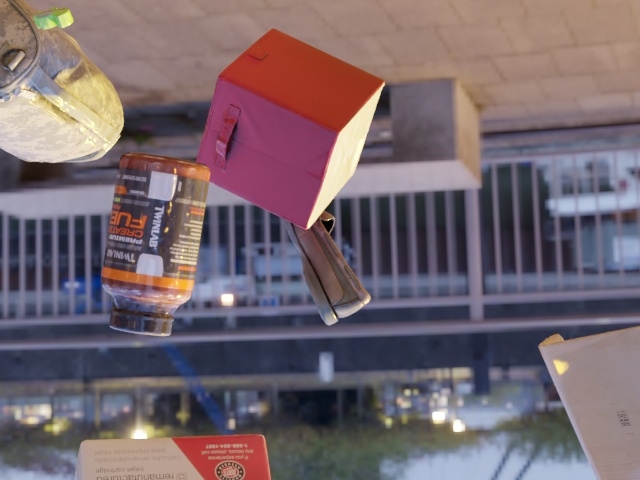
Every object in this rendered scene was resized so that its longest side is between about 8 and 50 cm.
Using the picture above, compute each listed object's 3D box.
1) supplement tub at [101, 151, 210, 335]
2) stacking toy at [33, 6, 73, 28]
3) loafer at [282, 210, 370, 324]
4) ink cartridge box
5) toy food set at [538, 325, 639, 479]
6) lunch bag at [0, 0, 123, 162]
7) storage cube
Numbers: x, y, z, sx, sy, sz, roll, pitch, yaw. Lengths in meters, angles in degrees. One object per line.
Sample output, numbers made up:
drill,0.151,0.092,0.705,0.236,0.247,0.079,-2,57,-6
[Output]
supplement tub,-0.187,0.005,1.448,0.106,0.197,0.106,8,179,0
stacking toy,-0.425,-0.310,1.556,0.221,0.167,0.052,-11,-145,6
loafer,0.000,0.000,2.025,0.084,0.267,0.096,-22,161,4
ink cartridge box,-0.198,0.482,1.829,0.279,0.384,0.160,1,142,-16
toy food set,0.414,0.204,1.625,0.092,0.219,0.306,-22,179,-26
lunch bag,-0.457,-0.250,1.950,0.256,0.212,0.305,28,174,26
storage cube,-0.044,-0.167,1.891,0.193,0.183,0.215,27,-143,10
